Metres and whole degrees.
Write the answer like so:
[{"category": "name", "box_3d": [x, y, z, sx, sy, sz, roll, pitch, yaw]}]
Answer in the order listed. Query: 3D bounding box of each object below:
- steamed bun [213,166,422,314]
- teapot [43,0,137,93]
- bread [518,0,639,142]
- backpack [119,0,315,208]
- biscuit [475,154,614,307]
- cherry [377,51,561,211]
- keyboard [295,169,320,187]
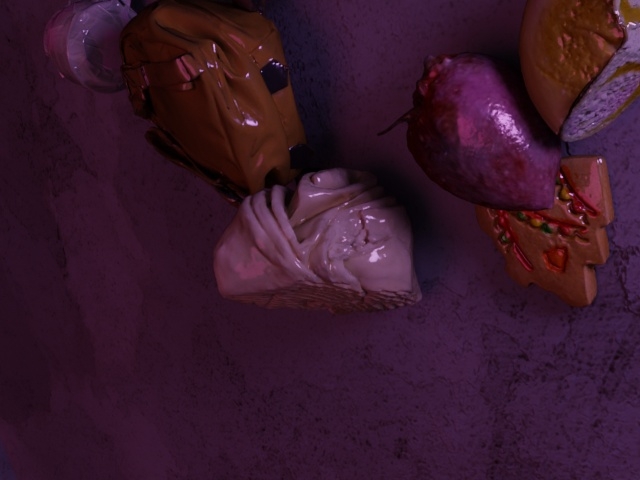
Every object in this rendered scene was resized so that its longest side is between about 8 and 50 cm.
[{"category": "steamed bun", "box_3d": [-0.001, -0.001, 1.576, 0.289, 0.276, 0.203, -3, 74, 14]}, {"category": "teapot", "box_3d": [-0.422, -0.384, 1.867, 0.178, 0.163, 0.222, 20, 125, 46]}, {"category": "bread", "box_3d": [0.324, -0.257, 1.206, 0.156, 0.158, 0.261, 54, 140, 24]}, {"category": "backpack", "box_3d": [-0.175, -0.242, 1.655, 0.378, 0.201, 0.353, 33, 147, 39]}, {"category": "biscuit", "box_3d": [0.316, -0.025, 1.407, 0.212, 0.041, 0.239, 45, 137, 21]}, {"category": "cherry", "box_3d": [0.215, -0.131, 1.345, 0.250, 0.175, 0.192, 49, 131, 20]}, {"category": "keyboard", "box_3d": [-0.005, -0.025, 1.746, 0.074, 0.015, 0.196, 4, 113, 44]}]
